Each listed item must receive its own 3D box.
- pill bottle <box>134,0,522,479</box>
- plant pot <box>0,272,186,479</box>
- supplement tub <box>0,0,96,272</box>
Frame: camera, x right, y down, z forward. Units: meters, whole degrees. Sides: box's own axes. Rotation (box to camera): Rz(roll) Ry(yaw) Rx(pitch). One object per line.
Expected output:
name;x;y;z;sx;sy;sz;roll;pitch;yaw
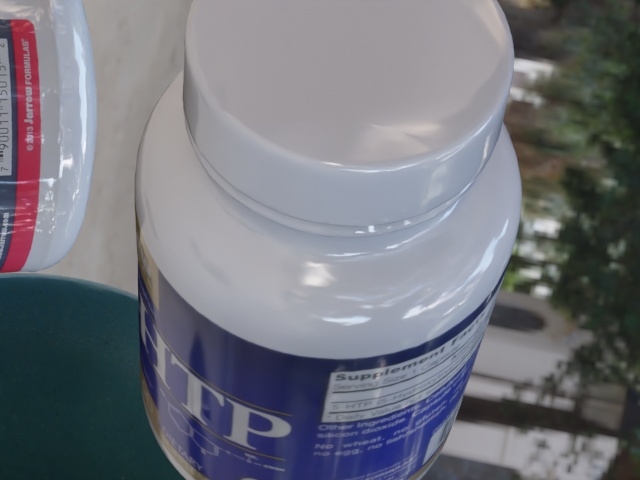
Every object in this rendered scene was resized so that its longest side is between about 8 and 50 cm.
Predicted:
pill bottle;0.000;0.000;0.460;0.187;0.112;0.112;98;5;-56
plant pot;-0.203;0.186;1.054;0.290;0.290;0.195;-73;177;-54
supplement tub;-0.270;-0.071;0.817;0.191;0.272;0.191;177;-90;-68
